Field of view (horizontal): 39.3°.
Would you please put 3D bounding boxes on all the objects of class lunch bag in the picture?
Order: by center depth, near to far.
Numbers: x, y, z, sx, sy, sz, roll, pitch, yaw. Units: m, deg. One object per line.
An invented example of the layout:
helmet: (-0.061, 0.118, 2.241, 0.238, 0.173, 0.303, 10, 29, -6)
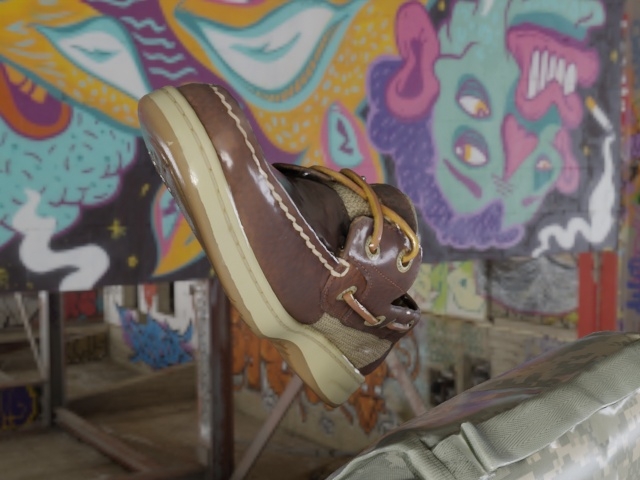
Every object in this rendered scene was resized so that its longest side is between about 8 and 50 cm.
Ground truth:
lunch bag: (0.091, 0.188, 0.554, 0.235, 0.287, 0.169, -13, -126, -40)

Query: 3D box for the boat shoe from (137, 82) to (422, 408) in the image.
boat shoe: (0.000, 0.000, 0.558, 0.123, 0.123, 0.342, -32, 147, -2)
